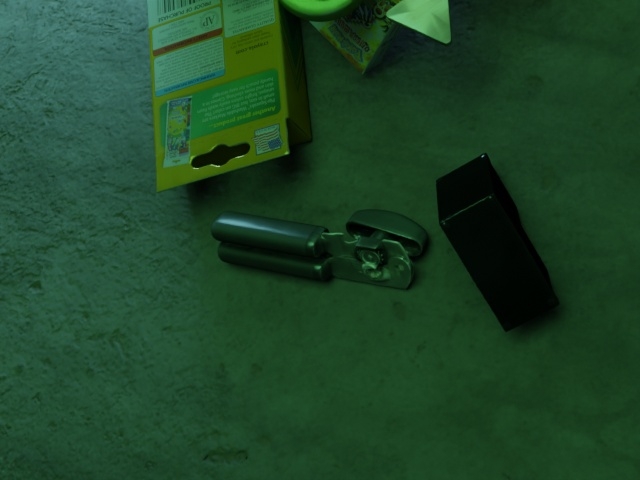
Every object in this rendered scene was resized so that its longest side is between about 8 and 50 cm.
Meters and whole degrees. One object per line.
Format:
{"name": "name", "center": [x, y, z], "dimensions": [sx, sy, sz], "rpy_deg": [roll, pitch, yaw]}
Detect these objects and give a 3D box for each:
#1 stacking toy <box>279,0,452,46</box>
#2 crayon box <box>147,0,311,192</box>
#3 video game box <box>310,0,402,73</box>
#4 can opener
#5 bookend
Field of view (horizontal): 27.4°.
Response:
{"name": "stacking toy", "center": [0.068, -0.389, 1.529], "dimensions": [0.309, 0.130, 0.279], "rpy_deg": [16, 90, 10]}
{"name": "crayon box", "center": [-0.127, -0.221, 1.797], "dimensions": [0.203, 0.083, 0.323], "rpy_deg": [-14, 65, 21]}
{"name": "video game box", "center": [0.030, -0.344, 1.683], "dimensions": [0.205, 0.187, 0.048], "rpy_deg": [46, 56, 9]}
{"name": "can opener", "center": [0.000, 0.000, 1.674], "dimensions": [0.283, 0.076, 0.095], "rpy_deg": [10, 44, 29]}
{"name": "bookend", "center": [0.206, -0.001, 1.549], "dimensions": [0.072, 0.156, 0.157], "rpy_deg": [-29, 17, 14]}
